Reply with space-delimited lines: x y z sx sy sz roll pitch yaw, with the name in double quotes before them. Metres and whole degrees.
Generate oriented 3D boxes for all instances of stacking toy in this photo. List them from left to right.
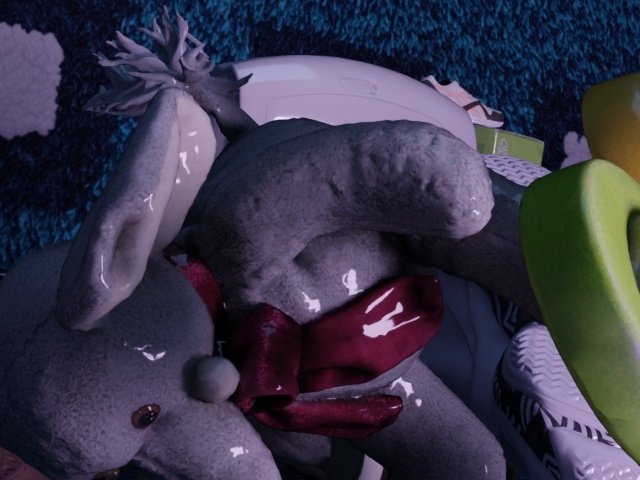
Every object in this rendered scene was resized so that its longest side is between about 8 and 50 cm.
"stacking toy" 0.219 0.048 0.707 0.130 0.309 0.279 -30 -3 24

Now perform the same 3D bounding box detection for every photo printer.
"photo printer" 0.000 0.000 1.440 0.256 0.307 0.107 7 2 -29

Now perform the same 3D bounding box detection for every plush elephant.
"plush elephant" -0.047 0.052 0.832 0.330 0.255 0.272 40 -40 5

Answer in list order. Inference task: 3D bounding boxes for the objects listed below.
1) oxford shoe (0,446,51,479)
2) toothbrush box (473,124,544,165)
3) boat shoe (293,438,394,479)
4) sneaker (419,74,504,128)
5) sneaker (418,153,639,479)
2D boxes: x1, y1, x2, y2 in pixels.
"oxford shoe" -0.111 0.122 0.583 0.098 0.097 0.271 32 -7 -33
"toothbrush box" 0.089 0.019 1.714 0.206 0.283 0.122 9 0 31
"boat shoe" 0.027 0.128 1.144 0.069 0.081 0.228 11 8 -15
"sneaker" 0.140 -0.137 1.692 0.109 0.043 0.040 11 -2 -33
"sneaker" 0.140 0.120 1.166 0.137 0.210 0.366 8 36 -20
